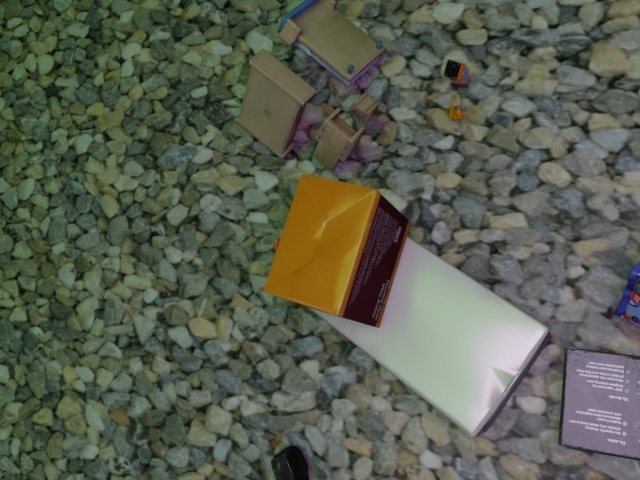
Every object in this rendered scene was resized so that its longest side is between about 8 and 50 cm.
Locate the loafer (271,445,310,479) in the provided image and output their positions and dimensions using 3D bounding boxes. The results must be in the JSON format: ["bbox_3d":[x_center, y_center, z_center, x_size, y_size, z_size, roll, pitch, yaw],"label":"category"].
[{"bbox_3d":[-0.043,0.477,1.146,0.061,0.062,0.170,-37,62,34],"label":"loafer"}]

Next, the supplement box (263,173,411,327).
[{"bbox_3d":[0.035,0.023,0.974,0.129,0.194,0.191,15,84,26],"label":"supplement box"}]

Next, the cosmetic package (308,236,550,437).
[{"bbox_3d":[0.183,0.139,1.081,0.385,0.156,0.217,37,93,24],"label":"cosmetic package"}]

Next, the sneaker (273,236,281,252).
[{"bbox_3d":[0.000,0.000,1.219,0.208,0.094,0.082,-20,69,15],"label":"sneaker"}]

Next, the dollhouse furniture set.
[{"bbox_3d":[0.013,-0.329,1.312,0.286,0.198,0.303,39,61,4],"label":"dollhouse furniture set"}]

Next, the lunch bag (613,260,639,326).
[{"bbox_3d":[0.634,0.034,0.928,0.221,0.138,0.293,33,68,30],"label":"lunch bag"}]

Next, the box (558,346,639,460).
[{"bbox_3d":[0.466,0.260,0.970,0.155,0.093,0.158,4,78,22],"label":"box"}]

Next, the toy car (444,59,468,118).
[{"bbox_3d":[0.272,-0.302,1.227,0.040,0.060,0.122,4,97,-21],"label":"toy car"}]
